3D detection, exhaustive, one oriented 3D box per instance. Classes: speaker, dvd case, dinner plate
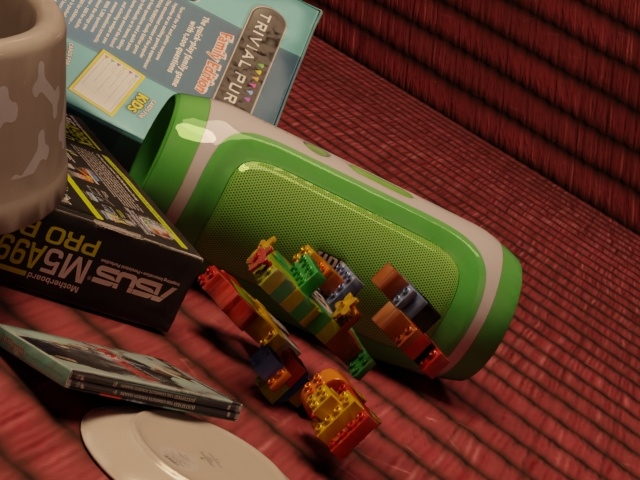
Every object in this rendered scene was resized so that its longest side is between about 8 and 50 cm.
[{"bbox_3d":[0.000,0.000,1.251,0.296,0.131,0.131,25,12,-14],"label":"speaker"},{"bbox_3d":[-0.114,0.074,0.920,0.119,0.013,0.087,19,2,-41],"label":"dvd case"},{"bbox_3d":[-0.060,0.121,0.875,0.141,0.017,0.141,25,12,-6],"label":"dinner plate"}]

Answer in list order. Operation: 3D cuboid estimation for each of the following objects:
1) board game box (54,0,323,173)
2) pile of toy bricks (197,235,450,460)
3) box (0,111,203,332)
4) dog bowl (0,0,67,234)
[{"bbox_3d":[-0.189,-0.170,1.389,0.336,0.079,0.254,27,46,-8],"label":"board game box"},{"bbox_3d":[-0.011,0.040,1.046,0.105,0.118,0.212,44,3,-26],"label":"pile of toy bricks"},{"bbox_3d":[-0.226,-0.047,1.119,0.216,0.060,0.270,21,14,-34],"label":"box"},{"bbox_3d":[-0.302,-0.112,0.923,0.348,0.102,0.349,14,20,-5],"label":"dog bowl"}]
